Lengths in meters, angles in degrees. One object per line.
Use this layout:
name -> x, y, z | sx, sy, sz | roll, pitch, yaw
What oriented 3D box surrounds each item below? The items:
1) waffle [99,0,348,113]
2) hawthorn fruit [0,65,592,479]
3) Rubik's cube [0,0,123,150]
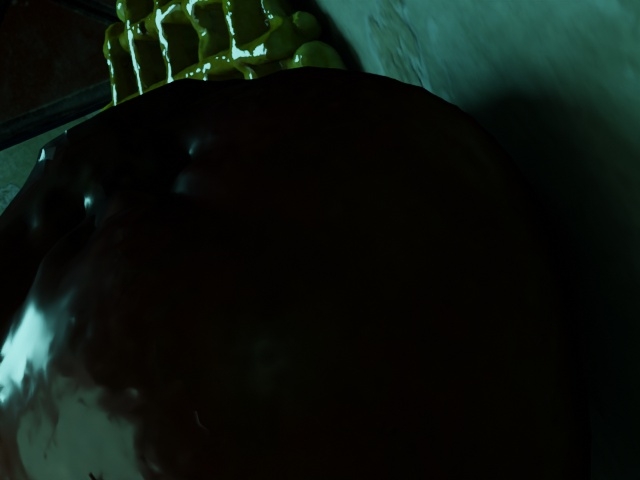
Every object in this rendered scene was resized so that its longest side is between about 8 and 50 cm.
waffle -> -0.068, -0.052, 0.845 | 0.301, 0.058, 0.281 | 25, 121, 52
hawthorn fruit -> -0.017, 0.072, 0.574 | 0.311, 0.295, 0.295 | 57, 168, 10
Rubik's cube -> -0.281, -0.224, 1.193 | 0.254, 0.259, 0.260 | 68, 168, -7
